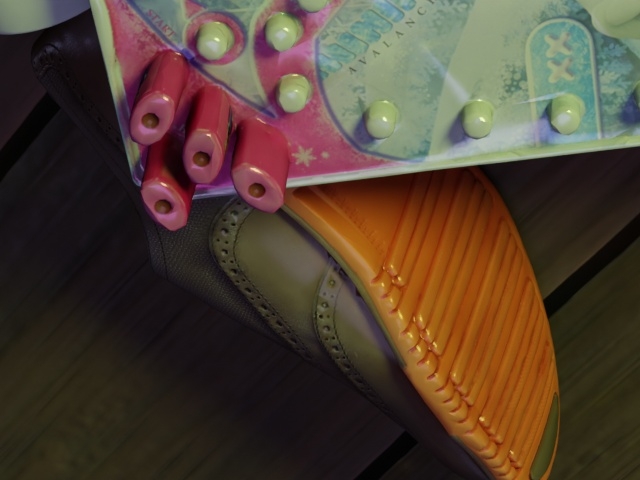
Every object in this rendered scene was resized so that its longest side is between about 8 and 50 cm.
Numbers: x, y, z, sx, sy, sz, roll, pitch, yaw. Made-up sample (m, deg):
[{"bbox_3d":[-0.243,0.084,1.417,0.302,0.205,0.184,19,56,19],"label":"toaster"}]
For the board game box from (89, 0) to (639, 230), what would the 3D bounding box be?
[{"bbox_3d":[0.079,-0.191,0.758,0.390,0.050,0.390,-7,123,6],"label":"board game box"}]

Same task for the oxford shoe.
[{"bbox_3d":[0.000,0.000,1.009,0.132,0.130,0.364,-17,122,36],"label":"oxford shoe"}]

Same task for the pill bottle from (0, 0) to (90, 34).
[{"bbox_3d":[-0.153,-0.190,0.859,0.108,0.108,0.193,-14,125,11],"label":"pill bottle"}]
